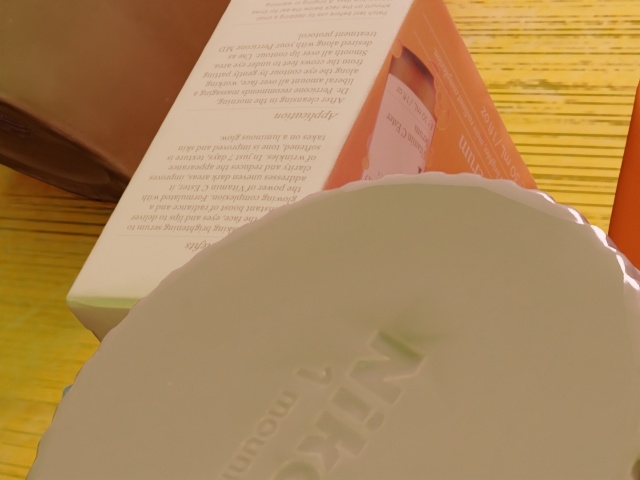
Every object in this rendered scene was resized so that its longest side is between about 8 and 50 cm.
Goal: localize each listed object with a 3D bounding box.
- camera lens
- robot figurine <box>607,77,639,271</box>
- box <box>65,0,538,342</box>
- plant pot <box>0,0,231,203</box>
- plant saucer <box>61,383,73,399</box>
[{"bbox_3d":[0.056,0.140,0.640,0.219,0.274,0.219,-18,42,17],"label":"camera lens"},{"bbox_3d":[0.176,-0.006,0.769,0.128,0.219,0.158,-30,55,-26],"label":"robot figurine"},{"bbox_3d":[0.000,0.000,0.778,0.091,0.130,0.170,1,51,33],"label":"box"},{"bbox_3d":[-0.116,-0.182,1.088,0.323,0.323,0.280,14,75,41],"label":"plant pot"},{"bbox_3d":[-0.030,0.062,0.850,0.192,0.018,0.067,-19,42,17],"label":"plant saucer"}]
